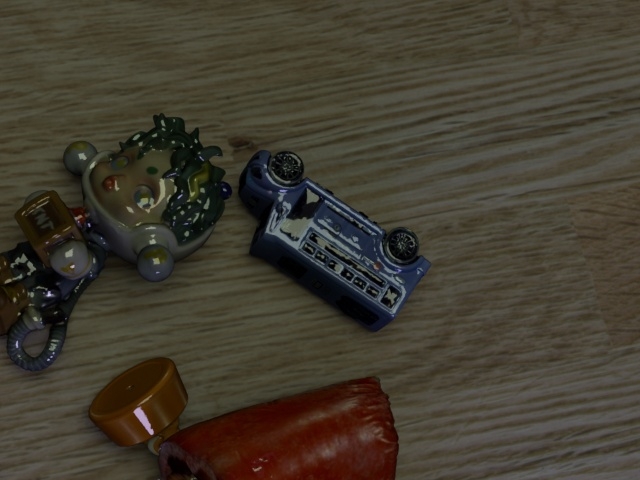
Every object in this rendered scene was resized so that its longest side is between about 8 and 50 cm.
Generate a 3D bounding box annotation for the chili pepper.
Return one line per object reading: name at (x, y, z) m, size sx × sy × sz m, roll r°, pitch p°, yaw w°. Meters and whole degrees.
chili pepper at (-0.037, 0.322, 1.902) m, size 0.305 × 0.229 × 0.251 m, roll -13°, pitch 119°, yaw -24°

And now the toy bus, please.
toy bus at (0.000, 0.000, 2.073) m, size 0.292 × 0.125 × 0.133 m, roll 34°, pitch 68°, yaw -4°

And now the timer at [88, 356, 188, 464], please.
timer at (-0.214, 0.253, 1.956) m, size 0.132 × 0.132 × 0.152 m, roll -39°, pitch 111°, yaw -22°

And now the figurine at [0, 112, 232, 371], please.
figurine at (-0.296, -0.025, 1.975) m, size 0.382 × 0.186 × 0.261 m, roll -29°, pitch 71°, yaw -15°
